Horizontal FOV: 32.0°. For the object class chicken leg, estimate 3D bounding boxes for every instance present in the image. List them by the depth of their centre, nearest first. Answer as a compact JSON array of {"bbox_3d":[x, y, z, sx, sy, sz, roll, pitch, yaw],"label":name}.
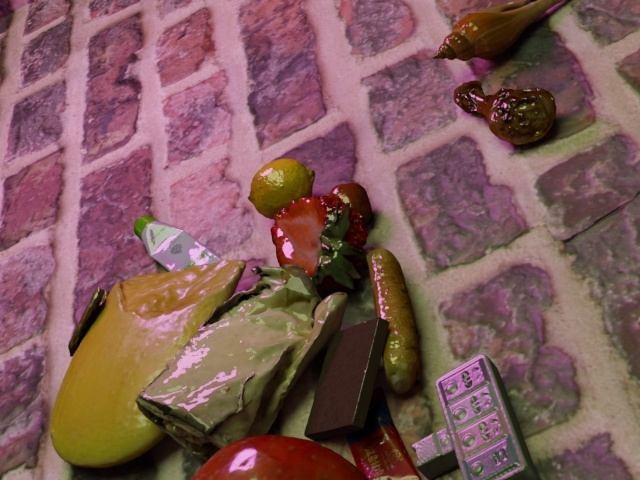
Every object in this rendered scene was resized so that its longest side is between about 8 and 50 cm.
[{"bbox_3d":[0.317,-0.232,1.958,0.107,0.087,0.251,-20,25,-20],"label":"chicken leg"}]

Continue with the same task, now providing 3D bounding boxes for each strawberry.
[{"bbox_3d":[-0.005,0.015,1.886,0.228,0.098,0.174,-5,75,59],"label":"strawberry"}]

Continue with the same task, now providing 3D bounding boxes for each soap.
[{"bbox_3d":[-0.302,0.190,1.876,0.306,0.115,0.427,-7,46,30],"label":"soap"}]

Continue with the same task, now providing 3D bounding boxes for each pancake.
[{"bbox_3d":[-0.410,0.129,2.015,0.190,0.020,0.184,-58,5,46],"label":"pancake"}]

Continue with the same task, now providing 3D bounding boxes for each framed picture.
[{"bbox_3d":[0.038,0.202,1.623,0.128,0.023,0.168,-26,41,53],"label":"framed picture"}]

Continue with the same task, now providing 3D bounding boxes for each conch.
[{"bbox_3d":[0.353,-0.405,2.131,0.330,0.093,0.109,-21,14,-19],"label":"conch"}]

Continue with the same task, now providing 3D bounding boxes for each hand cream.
[{"bbox_3d":[-0.271,0.024,2.121,0.275,0.050,0.079,32,97,47],"label":"hand cream"}]

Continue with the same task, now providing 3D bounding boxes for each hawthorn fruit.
[{"bbox_3d":[-0.053,0.375,1.355,0.284,0.284,0.284,-20,38,16],"label":"hawthorn fruit"},{"bbox_3d":[0.052,-0.052,1.934,0.081,0.081,0.093,-26,47,9],"label":"hawthorn fruit"}]

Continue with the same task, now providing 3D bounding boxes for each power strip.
[{"bbox_3d":[0.195,0.266,1.485,0.145,0.061,0.216,-30,35,14],"label":"power strip"}]

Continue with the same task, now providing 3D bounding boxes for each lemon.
[{"bbox_3d":[-0.069,-0.095,2.047,0.133,0.109,0.109,-23,36,-2],"label":"lemon"}]

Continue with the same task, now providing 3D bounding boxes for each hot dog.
[{"bbox_3d":[0.111,0.113,1.696,0.061,0.088,0.286,-17,42,8],"label":"hot dog"}]

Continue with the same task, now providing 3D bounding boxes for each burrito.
[{"bbox_3d":[-0.103,0.189,1.719,0.190,0.135,0.332,20,57,39],"label":"burrito"}]

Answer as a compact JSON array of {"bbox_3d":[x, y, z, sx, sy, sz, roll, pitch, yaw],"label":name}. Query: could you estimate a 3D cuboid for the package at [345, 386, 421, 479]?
[{"bbox_3d":[0.079,0.291,1.562,0.083,0.022,0.200,-29,38,4],"label":"package"}]
